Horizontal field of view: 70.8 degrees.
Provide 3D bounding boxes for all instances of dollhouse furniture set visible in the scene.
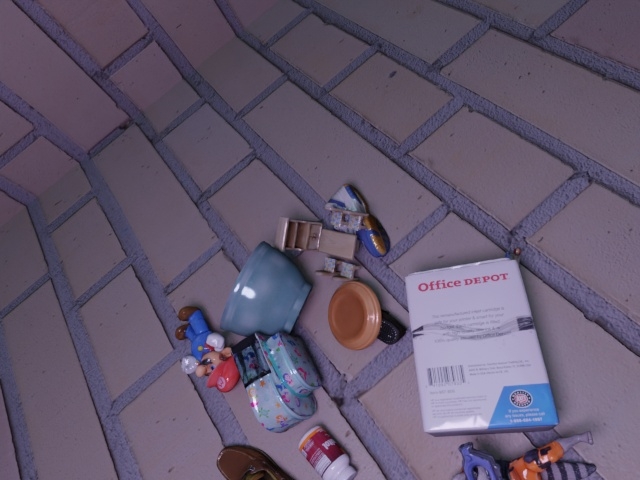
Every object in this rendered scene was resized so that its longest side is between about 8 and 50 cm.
[{"bbox_3d":[0.000,0.000,1.390,0.242,0.161,0.211,14,97,44],"label":"dollhouse furniture set"}]

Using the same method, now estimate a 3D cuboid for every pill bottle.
[{"bbox_3d":[0.019,0.566,1.170,0.086,0.086,0.152,-47,57,-7],"label":"pill bottle"}]

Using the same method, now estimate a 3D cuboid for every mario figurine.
[{"bbox_3d":[-0.368,0.344,1.389,0.170,0.198,0.321,-39,51,-17],"label":"mario figurine"}]

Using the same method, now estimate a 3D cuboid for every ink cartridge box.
[{"bbox_3d":[0.386,0.270,1.133,0.286,0.166,0.394,-10,61,16],"label":"ink cartridge box"}]

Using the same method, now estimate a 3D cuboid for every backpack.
[{"bbox_3d":[-0.111,0.385,1.240,0.191,0.225,0.253,-29,60,12],"label":"backpack"}]

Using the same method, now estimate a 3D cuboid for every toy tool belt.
[{"bbox_3d":[0.529,0.055,1.262,0.051,0.052,0.083,10,67,17],"label":"toy tool belt"}]

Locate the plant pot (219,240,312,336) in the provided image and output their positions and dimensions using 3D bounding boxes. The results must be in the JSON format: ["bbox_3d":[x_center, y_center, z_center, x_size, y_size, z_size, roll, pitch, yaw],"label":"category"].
[{"bbox_3d":[-0.145,0.173,1.357,0.197,0.293,0.292,24,72,3],"label":"plant pot"}]

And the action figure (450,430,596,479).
[{"bbox_3d":[0.443,0.578,0.986,0.331,0.179,0.340,-14,89,22],"label":"action figure"}]

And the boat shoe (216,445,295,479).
[{"bbox_3d":[-0.164,0.631,1.196,0.308,0.104,0.110,14,69,28],"label":"boat shoe"}]

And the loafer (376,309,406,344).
[{"bbox_3d":[0.159,0.231,1.311,0.220,0.079,0.080,36,112,43],"label":"loafer"}]

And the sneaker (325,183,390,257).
[{"bbox_3d":[0.116,-0.044,1.468,0.131,0.112,0.296,-40,53,19],"label":"sneaker"}]

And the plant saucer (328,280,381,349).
[{"bbox_3d":[0.088,0.217,1.301,0.200,0.037,0.199,-7,81,47],"label":"plant saucer"}]
